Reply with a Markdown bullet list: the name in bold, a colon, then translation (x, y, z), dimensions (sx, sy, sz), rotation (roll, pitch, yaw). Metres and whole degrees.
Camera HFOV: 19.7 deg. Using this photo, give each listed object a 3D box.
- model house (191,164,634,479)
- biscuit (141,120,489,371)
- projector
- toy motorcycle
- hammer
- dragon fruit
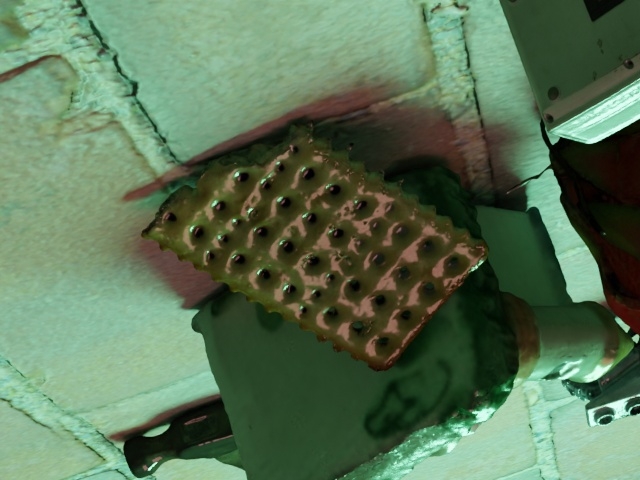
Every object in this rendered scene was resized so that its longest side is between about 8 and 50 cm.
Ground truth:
- **model house**: translation (0.117, 0.086, 1.463), dimensions (0.325, 0.194, 0.267), rotation (2, 151, -47)
- **biscuit**: translation (0.000, -0.001, 1.248), dimensions (0.203, 0.016, 0.144), rotation (33, 119, -15)
- **projector**: translation (0.179, -0.141, 1.059), dimensions (0.147, 0.115, 0.061), rotation (-33, 152, 34)
- **toy motorcycle**: translation (0.371, 0.117, 1.772), dimensions (0.270, 0.159, 0.106), rotation (-19, 137, -2)
- **hammer**: translation (-0.045, 0.232, 1.871), dimensions (0.168, 0.044, 0.440), rotation (-20, 159, 10)
- **dragon fruit**: translation (0.275, -0.008, 1.288), dimensions (0.293, 0.234, 0.234), rotation (12, 170, 25)
